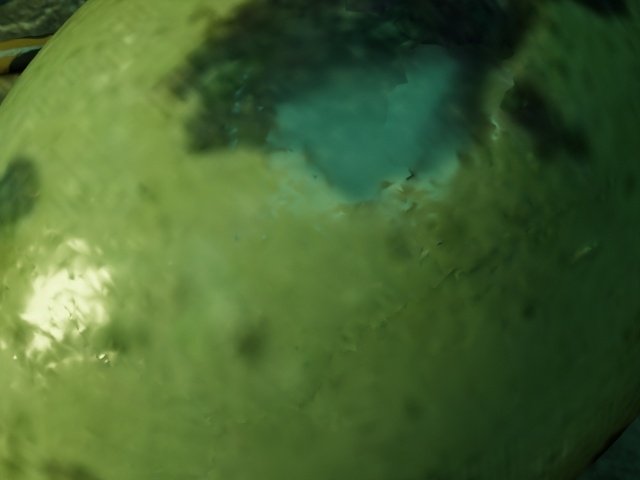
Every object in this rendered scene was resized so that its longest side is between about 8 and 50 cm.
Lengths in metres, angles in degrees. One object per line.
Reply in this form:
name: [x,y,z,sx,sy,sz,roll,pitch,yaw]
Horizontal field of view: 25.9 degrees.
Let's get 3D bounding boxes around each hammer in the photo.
hammer: [-0.224,-0.118,0.931,0.201,0.021,0.078,-14,61,-22]

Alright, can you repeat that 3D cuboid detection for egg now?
egg: [0.000,0.000,0.717,0.428,0.345,0.345,-30,68,-15]
